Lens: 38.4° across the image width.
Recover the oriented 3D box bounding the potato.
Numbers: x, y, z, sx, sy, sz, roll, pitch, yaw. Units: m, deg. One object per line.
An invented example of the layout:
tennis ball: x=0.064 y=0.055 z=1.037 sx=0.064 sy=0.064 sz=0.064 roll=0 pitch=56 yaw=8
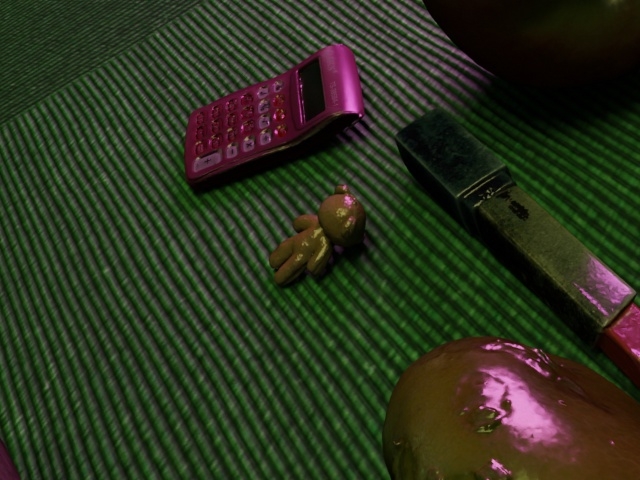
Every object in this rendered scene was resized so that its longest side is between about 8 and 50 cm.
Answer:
potato: x=0.119 y=0.145 z=0.449 sx=0.148 sy=0.186 sz=0.253 roll=-42 pitch=46 yaw=7

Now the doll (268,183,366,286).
doll: x=-0.005 y=-0.004 z=0.756 sx=0.093 sy=0.051 sz=0.061 roll=-25 pitch=49 yaw=5

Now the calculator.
calculator: x=-0.048 y=-0.120 z=0.908 sx=0.191 sy=0.034 sz=0.126 roll=-22 pitch=43 yaw=15

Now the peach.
peach: x=0.188 y=-0.250 z=0.755 sx=0.252 sy=0.252 sz=0.252 roll=-14 pitch=44 yaw=14

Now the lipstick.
lipstick: x=0.154 y=0.001 z=0.673 sx=0.051 sy=0.051 sz=0.312 roll=-32 pitch=44 yaw=-6

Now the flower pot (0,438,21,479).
flower pot: x=-0.269 y=0.242 z=0.498 sx=0.294 sy=0.293 sz=0.330 roll=-31 pitch=35 yaw=-4
